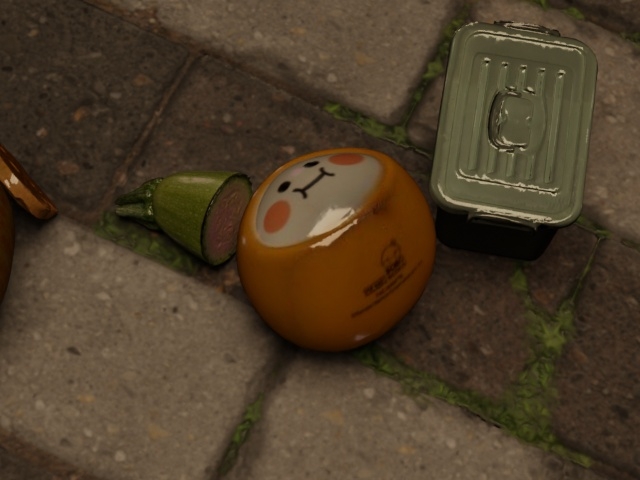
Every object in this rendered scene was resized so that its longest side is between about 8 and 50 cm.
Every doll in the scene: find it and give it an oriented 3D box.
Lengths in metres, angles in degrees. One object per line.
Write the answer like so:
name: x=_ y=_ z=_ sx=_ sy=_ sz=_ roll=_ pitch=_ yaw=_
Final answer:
doll: x=0.000 y=0.000 z=1.692 sx=0.213 sy=0.213 sz=0.236 roll=-36 pitch=35 yaw=-18

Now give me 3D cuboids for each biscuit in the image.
biscuit: x=-0.321 y=-0.062 z=1.731 sx=0.023 sy=0.118 sz=0.140 roll=-41 pitch=36 yaw=-1

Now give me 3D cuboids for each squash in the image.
squash: x=-0.150 y=-0.039 z=1.750 sx=0.132 sy=0.105 sz=0.105 roll=18 pitch=64 yaw=25

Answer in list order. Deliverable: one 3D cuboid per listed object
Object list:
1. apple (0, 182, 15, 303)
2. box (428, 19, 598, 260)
apple: x=-0.435 y=-0.004 z=1.619 sx=0.264 sy=0.264 sz=0.264 roll=1 pitch=65 yaw=-3
box: x=0.202 y=-0.100 z=1.766 sx=0.163 sy=0.135 sz=0.243 roll=9 pitch=66 yaw=1
